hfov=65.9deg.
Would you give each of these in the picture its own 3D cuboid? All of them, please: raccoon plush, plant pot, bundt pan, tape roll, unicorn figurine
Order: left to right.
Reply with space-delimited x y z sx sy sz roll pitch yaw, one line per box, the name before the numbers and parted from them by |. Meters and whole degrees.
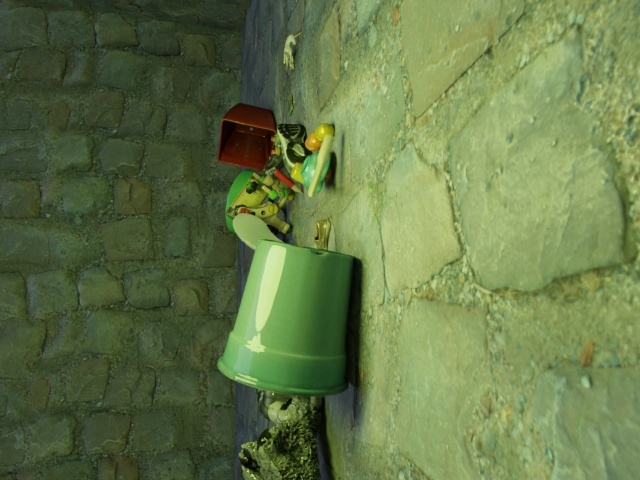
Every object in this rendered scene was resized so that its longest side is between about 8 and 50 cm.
plant pot | -0.363 -0.549 2.532 0.267 0.267 0.236 109 169 -46
tape roll | -0.333 -0.174 2.345 0.321 0.077 0.321 15 -90 -71
bundt pan | -0.180 0.554 1.945 0.331 0.124 0.331 -179 90 -74
unicorn figurine | -0.127 -0.775 2.037 0.162 0.060 0.111 176 96 -74
plant pot | -0.066 0.179 1.274 0.341 0.341 0.334 -173 93 -74
raccoon plush | -0.023 0.654 1.414 0.446 0.299 0.216 53 133 15

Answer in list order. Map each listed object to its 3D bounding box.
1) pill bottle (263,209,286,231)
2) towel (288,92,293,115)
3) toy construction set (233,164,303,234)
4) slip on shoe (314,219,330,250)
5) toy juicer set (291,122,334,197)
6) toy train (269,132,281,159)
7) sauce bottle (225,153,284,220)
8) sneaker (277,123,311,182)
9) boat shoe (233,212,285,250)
pill bottle | -0.243 -0.089 2.230 0.246 0.130 0.130 -178 91 -74
towel | -0.127 -0.579 2.107 0.060 0.009 0.083 123 145 -60
toy construction set | -0.166 -0.149 1.953 0.309 0.237 0.257 -18 39 56
slip on shoe | 0.000 0.000 1.523 0.051 0.041 0.135 -117 33 -60
toy juicer set | 0.007 -0.243 1.487 0.209 0.089 0.329 -66 17 10
toy train | -0.219 -0.440 2.346 0.125 0.046 0.166 -128 42 -66
sauce bottle | -0.274 -0.225 2.154 0.344 0.111 0.111 -55 12 -10
sneaker | -0.106 -0.332 1.831 0.300 0.111 0.121 -101 16 -44
boat shoe | -0.205 0.016 1.875 0.113 0.306 0.105 -56 -4 -26
